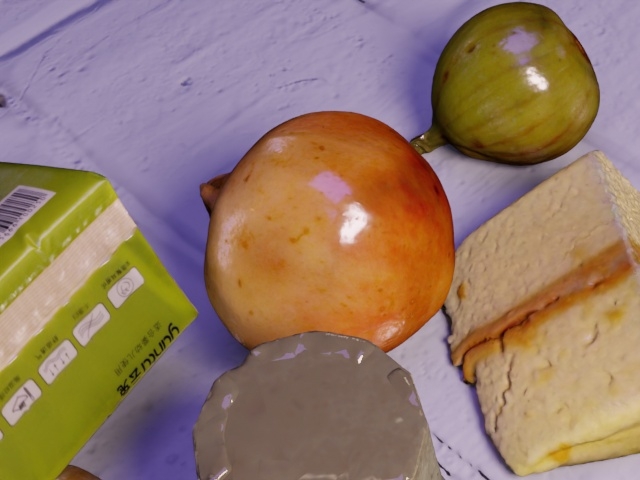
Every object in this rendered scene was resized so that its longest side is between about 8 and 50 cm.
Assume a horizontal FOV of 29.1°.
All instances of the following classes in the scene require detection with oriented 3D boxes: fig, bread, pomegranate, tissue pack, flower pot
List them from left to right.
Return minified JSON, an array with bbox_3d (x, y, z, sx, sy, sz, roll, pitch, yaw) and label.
[{"bbox_3d":[-0.268,0.088,0.921,0.200,0.167,0.275,6,47,43],"label":"tissue pack"},{"bbox_3d":[0.000,0.180,0.808,0.212,0.203,0.212,-5,52,6],"label":"flower pot"},{"bbox_3d":[0.006,0.001,0.960,0.209,0.209,0.209,-4,48,5],"label":"pomegranate"},{"bbox_3d":[0.161,-0.122,1.114,0.142,0.186,0.148,11,59,-42],"label":"fig"},{"bbox_3d":[0.205,0.074,0.984,0.178,0.135,0.240,-34,44,24],"label":"bread"}]

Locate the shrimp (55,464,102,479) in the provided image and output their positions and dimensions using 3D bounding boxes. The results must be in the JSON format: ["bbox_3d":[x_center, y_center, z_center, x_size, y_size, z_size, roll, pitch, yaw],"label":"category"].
[{"bbox_3d":[-0.176,0.245,0.871,0.115,0.051,0.217,-32,50,-14],"label":"shrimp"}]
